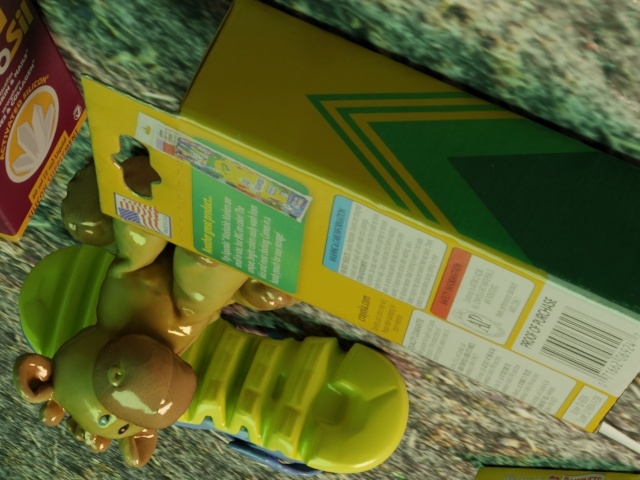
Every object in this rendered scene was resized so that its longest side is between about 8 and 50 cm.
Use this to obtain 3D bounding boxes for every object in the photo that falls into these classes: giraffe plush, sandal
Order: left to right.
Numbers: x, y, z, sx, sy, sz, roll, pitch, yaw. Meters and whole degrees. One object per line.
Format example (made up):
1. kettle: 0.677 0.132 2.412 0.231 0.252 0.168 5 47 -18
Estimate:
1. giraffe plush: -0.125 0.060 1.316 0.181 0.170 0.210 29 161 -10
2. sandal: -0.088 0.105 1.473 0.317 0.126 0.138 25 165 7

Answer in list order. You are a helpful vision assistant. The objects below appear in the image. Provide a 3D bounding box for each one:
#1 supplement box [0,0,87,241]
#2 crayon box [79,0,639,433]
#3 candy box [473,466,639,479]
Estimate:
1. supplement box: -0.215 -0.091 1.140 0.081 0.104 0.188 20 160 16
2. crayon box: 0.036 -0.018 1.044 0.323 0.083 0.203 24 161 5
3. candy box: 0.218 0.216 1.504 0.105 0.027 0.206 38 158 -23
